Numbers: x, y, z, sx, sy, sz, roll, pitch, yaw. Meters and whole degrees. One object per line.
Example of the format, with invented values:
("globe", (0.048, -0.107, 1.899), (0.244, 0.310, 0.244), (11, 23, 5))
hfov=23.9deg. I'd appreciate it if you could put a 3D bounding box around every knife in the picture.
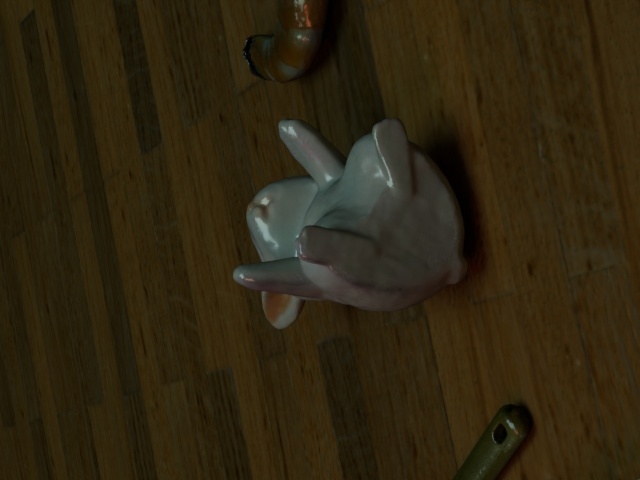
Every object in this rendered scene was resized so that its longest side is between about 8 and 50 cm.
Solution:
("knife", (0.094, 0.245, 1.204), (0.061, 0.027, 0.343), (59, 144, 28))

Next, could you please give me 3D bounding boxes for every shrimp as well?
("shrimp", (-0.037, -0.217, 1.312), (0.166, 0.049, 0.161), (148, 109, -67))

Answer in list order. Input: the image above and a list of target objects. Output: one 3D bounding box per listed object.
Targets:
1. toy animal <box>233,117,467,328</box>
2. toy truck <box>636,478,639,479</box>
("toy animal", (-0.006, -0.007, 1.200), (0.282, 0.138, 0.140), (-1, 61, 56))
("toy truck", (0.198, 0.207, 0.959), (0.169, 0.077, 0.100), (-49, 58, 55))
